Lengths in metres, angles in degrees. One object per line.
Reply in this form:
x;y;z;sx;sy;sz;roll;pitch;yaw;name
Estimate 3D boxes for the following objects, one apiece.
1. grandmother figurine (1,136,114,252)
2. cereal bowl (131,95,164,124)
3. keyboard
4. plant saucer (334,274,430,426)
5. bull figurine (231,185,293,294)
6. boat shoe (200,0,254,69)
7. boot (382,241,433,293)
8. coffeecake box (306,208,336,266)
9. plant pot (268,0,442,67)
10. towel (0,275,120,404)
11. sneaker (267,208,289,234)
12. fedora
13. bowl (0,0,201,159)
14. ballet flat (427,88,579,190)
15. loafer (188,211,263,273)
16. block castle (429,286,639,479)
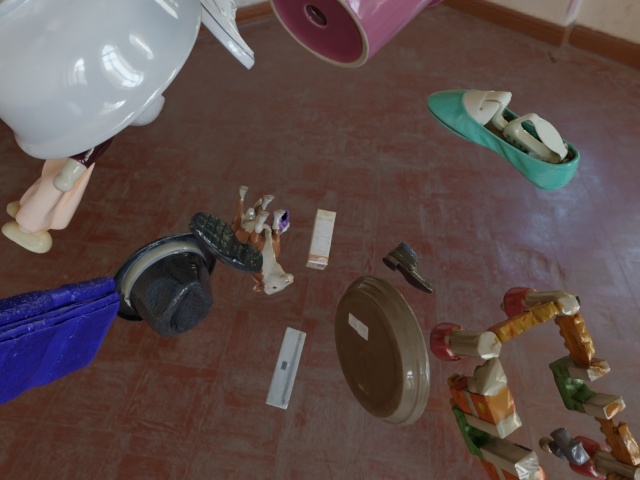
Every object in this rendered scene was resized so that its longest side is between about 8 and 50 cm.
-0.388;-0.151;0.712;0.342;0.104;0.207;-47;52;15;grandmother figurine
-0.648;-0.430;1.298;0.339;0.339;0.141;23;93;20;cereal bowl
-0.111;0.414;1.442;0.072;0.014;0.255;19;61;-7;keyboard
0.096;0.202;0.806;0.041;0.277;0.277;-7;46;-25;plant saucer
-0.152;-0.005;1.090;0.101;0.188;0.310;3;24;-32;bull figurine
-0.212;-0.468;0.878;0.084;0.258;0.095;-42;26;4;boat shoe
0.349;0.098;1.636;0.219;0.082;0.106;38;69;14;boot
0.000;0.000;1.540;0.068;0.142;0.185;11;79;-3;coffeecake box
0.045;-0.296;0.462;0.202;0.201;0.180;30;83;25;plant pot
-0.499;0.189;0.761;0.076;0.227;0.308;30;14;13;towel
-0.145;-0.039;1.346;0.069;0.071;0.169;21;46;5;sneaker
-0.371;0.138;1.128;0.334;0.334;0.152;-29;64;-25;fedora
-0.300;-0.253;0.511;0.298;0.134;0.297;-11;61;19;bowl
0.280;-0.174;0.660;0.247;0.087;0.083;38;62;9;ballet flat
-0.178;0.012;0.786;0.061;0.170;0.062;-11;49;32;loafer
0.446;0.351;0.939;0.303;0.213;0.452;-21;87;-18;block castle
